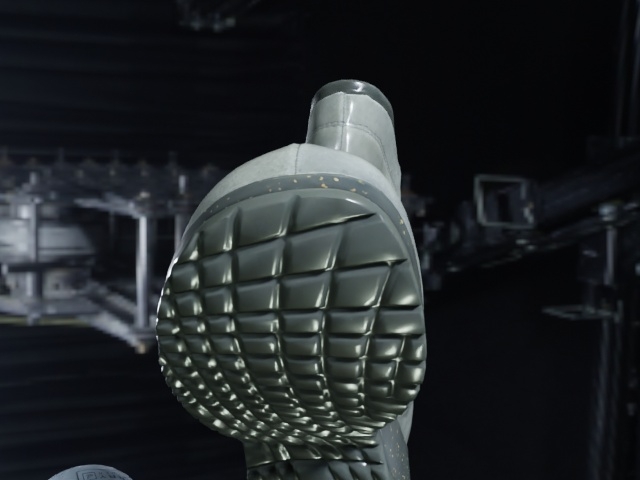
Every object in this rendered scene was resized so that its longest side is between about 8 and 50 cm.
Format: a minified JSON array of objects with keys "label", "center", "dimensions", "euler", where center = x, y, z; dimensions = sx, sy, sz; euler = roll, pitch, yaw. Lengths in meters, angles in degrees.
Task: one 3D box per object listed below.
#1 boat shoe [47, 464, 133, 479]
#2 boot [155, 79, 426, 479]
[{"label":"boat shoe","center":[-0.203,0.278,0.792],"dimensions":[0.302,0.109,0.094],"euler":[-58,-149,18]},{"label":"boot","center":[0.000,0.000,0.467],"dimensions":[0.246,0.083,0.161],"euler":[83,11,-58]}]
